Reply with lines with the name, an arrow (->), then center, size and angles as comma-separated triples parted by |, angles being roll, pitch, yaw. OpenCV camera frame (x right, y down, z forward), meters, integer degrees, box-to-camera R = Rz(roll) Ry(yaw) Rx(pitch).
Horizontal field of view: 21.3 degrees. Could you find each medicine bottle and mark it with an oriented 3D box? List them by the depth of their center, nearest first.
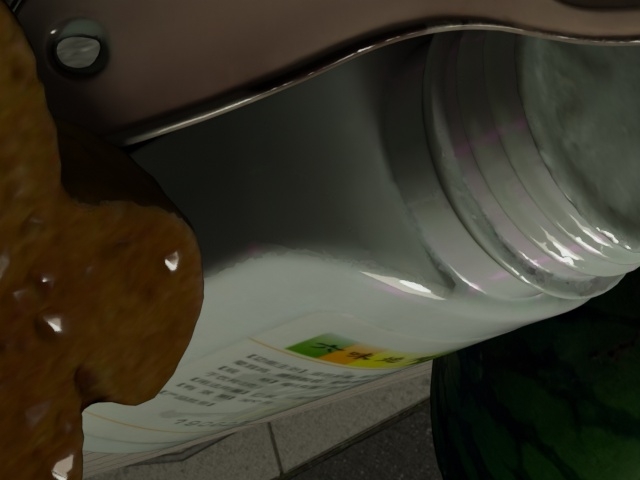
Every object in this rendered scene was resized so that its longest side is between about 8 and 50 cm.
medicine bottle -> 0.000, 0.000, 0.706 | 0.179, 0.124, 0.324 | 7, 160, -41

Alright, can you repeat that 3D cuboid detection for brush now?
brush -> 0.055, -0.081, 0.508 | 0.312, 0.072, 0.067 | -14, -175, -4

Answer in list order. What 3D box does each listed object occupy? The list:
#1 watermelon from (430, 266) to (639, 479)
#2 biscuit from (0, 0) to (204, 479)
watermelon -> 0.231, 0.083, 0.920 | 0.363, 0.363, 0.363 | -15, 171, -2
biscuit -> -0.173, 0.065, 0.398 | 0.350, 0.070, 0.394 | -30, 145, -37
